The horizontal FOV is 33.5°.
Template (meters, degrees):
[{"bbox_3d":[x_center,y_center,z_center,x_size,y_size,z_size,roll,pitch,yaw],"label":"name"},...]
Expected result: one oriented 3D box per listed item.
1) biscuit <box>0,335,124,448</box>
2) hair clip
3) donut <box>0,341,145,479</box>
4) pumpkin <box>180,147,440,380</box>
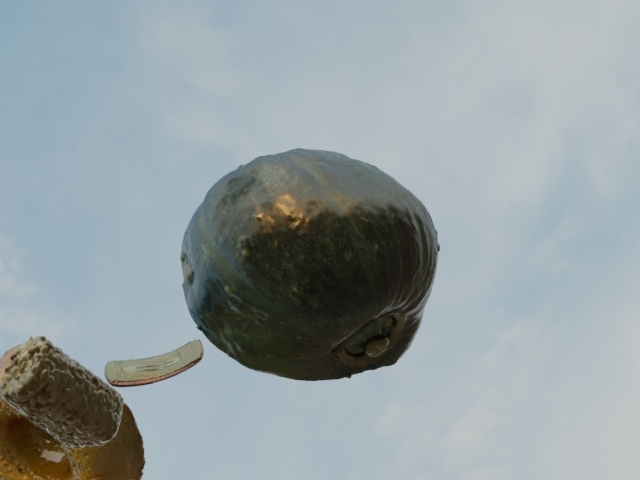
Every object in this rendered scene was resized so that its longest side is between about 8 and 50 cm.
[{"bbox_3d":[-0.295,0.179,1.220,0.070,0.082,0.168,-8,-38,24],"label":"biscuit"},{"bbox_3d":[-0.225,0.168,1.449,0.137,0.054,0.022,-15,-53,-8],"label":"hair clip"},{"bbox_3d":[-0.422,0.309,1.652,0.110,0.303,0.303,-40,-34,-54],"label":"donut"},{"bbox_3d":[0.000,0.000,1.220,0.293,0.263,0.197,-8,-39,-33],"label":"pumpkin"}]
